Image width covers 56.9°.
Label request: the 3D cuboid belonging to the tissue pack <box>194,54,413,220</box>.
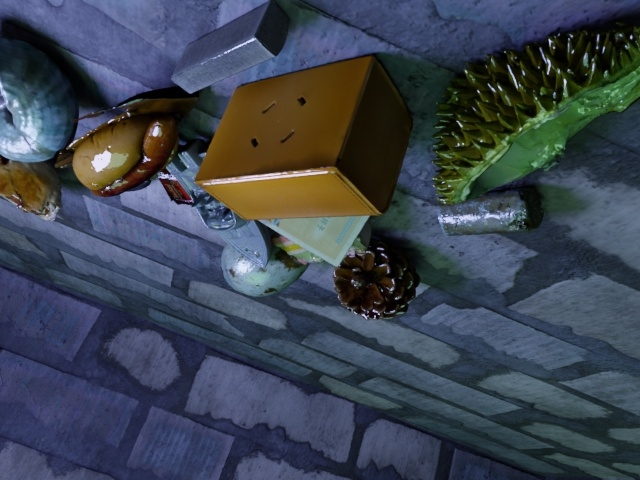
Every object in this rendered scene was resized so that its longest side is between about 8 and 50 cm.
[{"bbox_3d":[-0.023,-0.141,0.896,0.274,0.195,0.145,1,153,38],"label":"tissue pack"}]

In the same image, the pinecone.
[{"bbox_3d":[0.111,0.081,1.279,0.185,0.169,0.212,-11,157,26],"label":"pinecone"}]

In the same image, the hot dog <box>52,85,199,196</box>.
[{"bbox_3d":[-0.348,-0.156,1.062,0.194,0.107,0.326,-17,177,-40],"label":"hot dog"}]

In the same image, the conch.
[{"bbox_3d":[-0.558,-0.255,1.110,0.220,0.195,0.277,52,172,-11],"label":"conch"}]

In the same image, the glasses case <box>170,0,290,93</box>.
[{"bbox_3d":[-0.132,-0.271,0.849,0.204,0.071,0.047,-6,148,44],"label":"glasses case"}]

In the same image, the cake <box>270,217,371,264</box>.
[{"bbox_3d":[0.006,-0.018,1.228,0.109,0.090,0.225,37,146,-30],"label":"cake"}]

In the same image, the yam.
[{"bbox_3d":[0.278,-0.046,0.996,0.179,0.078,0.078,-3,147,43],"label":"yam"}]

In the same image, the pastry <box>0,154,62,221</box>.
[{"bbox_3d":[-0.751,-0.166,1.448,0.256,0.170,0.236,31,174,-32],"label":"pastry"}]

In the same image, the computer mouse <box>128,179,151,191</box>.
[{"bbox_3d":[-0.473,-0.155,1.378,0.172,0.057,0.099,2,150,11],"label":"computer mouse"}]

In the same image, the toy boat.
[{"bbox_3d":[-0.195,-0.064,1.215,0.141,0.092,0.320,-5,129,42],"label":"toy boat"}]

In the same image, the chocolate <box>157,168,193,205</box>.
[{"bbox_3d":[-0.323,-0.123,1.360,0.086,0.028,0.182,7,154,12],"label":"chocolate"}]

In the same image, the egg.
[{"bbox_3d":[-0.125,0.043,1.382,0.231,0.169,0.169,-15,141,26],"label":"egg"}]

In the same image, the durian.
[{"bbox_3d":[0.262,-0.135,0.737,0.198,0.163,0.394,25,149,-16],"label":"durian"}]

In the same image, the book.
[{"bbox_3d":[-0.033,-0.072,1.100,0.241,0.018,0.170,30,122,1],"label":"book"}]
